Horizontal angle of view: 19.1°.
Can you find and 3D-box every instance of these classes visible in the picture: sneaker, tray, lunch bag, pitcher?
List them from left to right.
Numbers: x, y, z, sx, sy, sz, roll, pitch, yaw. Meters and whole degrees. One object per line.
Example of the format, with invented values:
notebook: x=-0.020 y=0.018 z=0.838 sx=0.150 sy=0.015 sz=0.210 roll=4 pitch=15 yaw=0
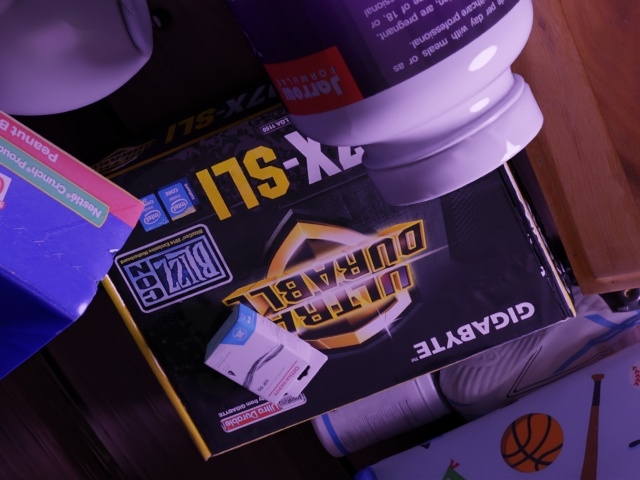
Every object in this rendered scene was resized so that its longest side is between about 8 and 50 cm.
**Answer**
pitcher: x=-0.241 y=-0.154 z=1.384 sx=0.207 sy=0.178 sz=0.125 roll=-13 pitch=76 yaw=11
sneaker: x=0.205 y=0.069 z=1.544 sx=0.237 sy=0.085 sz=0.086 roll=-34 pitch=144 yaw=11
tray: x=0.219 y=-0.160 z=1.357 sx=0.203 sy=0.076 sz=0.411 roll=-11 pitch=117 yaw=30
lunch bag: x=0.263 y=0.291 z=1.559 sx=0.328 sy=0.239 sz=0.385 roll=-24 pitch=140 yaw=11

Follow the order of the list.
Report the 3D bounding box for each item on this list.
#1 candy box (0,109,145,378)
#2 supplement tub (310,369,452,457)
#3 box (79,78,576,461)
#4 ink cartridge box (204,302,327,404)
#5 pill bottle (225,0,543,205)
candy box: x=-0.325 y=-0.003 z=1.408 sx=0.268 sy=0.122 sz=0.317 roll=35 pitch=146 yaw=-16
supplement tub: x=0.047 y=0.130 z=1.575 sx=0.107 sy=0.071 sz=0.071 roll=-23 pitch=114 yaw=12
box: x=0.000 y=0.000 z=1.468 sx=0.322 sy=0.079 sz=0.257 roll=-22 pitch=112 yaw=12
ink cartridge box: x=-0.041 y=0.091 z=1.456 sx=0.083 sy=0.028 sz=0.048 roll=31 pitch=114 yaw=-14
pill bottle: x=0.021 y=-0.190 z=1.250 sx=0.181 sy=0.181 sz=0.323 roll=-25 pitch=106 yaw=13
